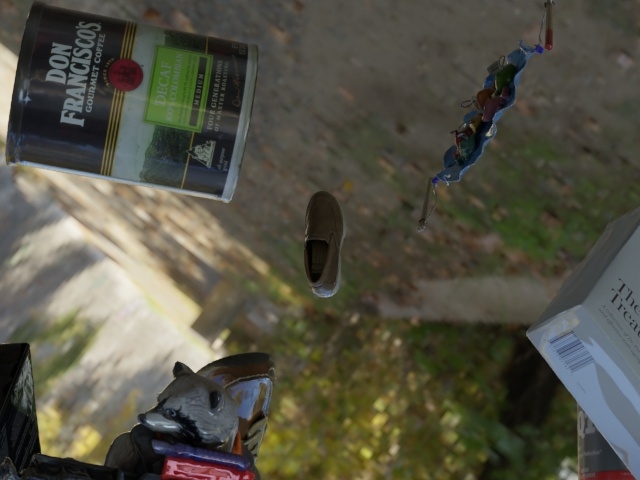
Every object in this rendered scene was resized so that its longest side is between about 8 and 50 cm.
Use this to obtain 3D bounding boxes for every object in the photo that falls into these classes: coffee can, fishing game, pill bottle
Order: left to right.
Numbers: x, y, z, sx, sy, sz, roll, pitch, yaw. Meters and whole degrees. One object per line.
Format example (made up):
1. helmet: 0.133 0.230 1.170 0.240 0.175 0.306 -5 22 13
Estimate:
1. coffee can: -0.229 -0.167 1.751 0.275 0.201 0.201 10 177 -9
2. fishing game: 0.174 -0.145 1.571 0.041 0.264 0.189 30 -149 -6
3. pill bottle: 0.470 0.250 2.181 0.161 0.283 0.161 2 163 1

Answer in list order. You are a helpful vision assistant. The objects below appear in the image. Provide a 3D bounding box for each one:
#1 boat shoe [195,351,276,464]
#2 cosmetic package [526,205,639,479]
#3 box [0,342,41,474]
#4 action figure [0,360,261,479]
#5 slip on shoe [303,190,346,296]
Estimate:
1. boat shoe: -0.122 0.262 1.966 0.324 0.122 0.120 114 143 -55
2. cosmetic package: 0.439 0.170 1.712 0.097 0.284 0.377 -34 96 39
3. box: -0.356 0.246 1.445 0.261 0.103 0.184 -88 -5 -65
4. action figure: -0.186 0.250 1.266 0.341 0.330 0.178 23 -165 -22
5. slip on shoe: 0.000 0.000 1.739 0.051 0.135 0.041 -6 159 24
